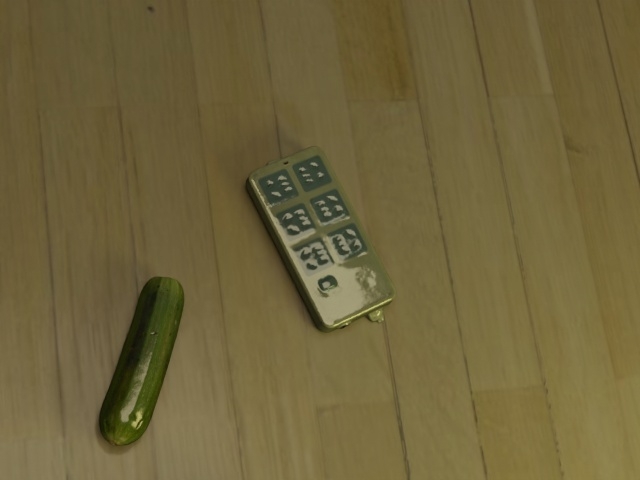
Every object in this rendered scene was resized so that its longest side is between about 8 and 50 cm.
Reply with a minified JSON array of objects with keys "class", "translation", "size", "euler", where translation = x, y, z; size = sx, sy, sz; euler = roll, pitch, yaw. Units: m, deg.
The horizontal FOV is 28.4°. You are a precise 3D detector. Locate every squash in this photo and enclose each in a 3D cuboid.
[{"class":"squash","translation":[-0.225,0.152,1.609],"size":[0.066,0.066,0.229],"euler":[18,66,-8]}]

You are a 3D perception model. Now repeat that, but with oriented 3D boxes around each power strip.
[{"class":"power strip","translation":[0.000,0.000,1.732],"size":[0.118,0.046,0.270],"euler":[-23,79,-21]}]
